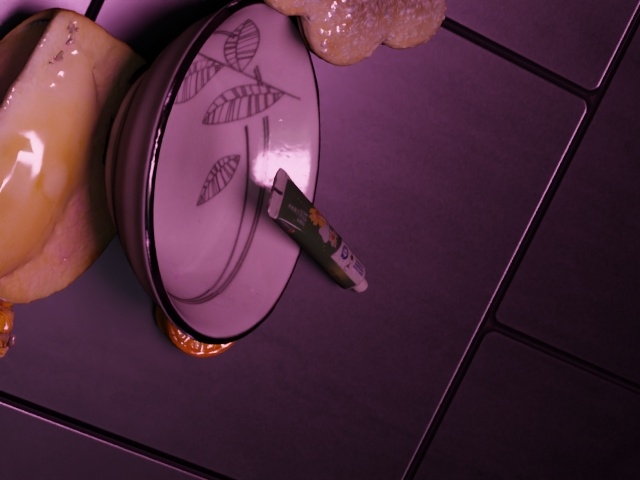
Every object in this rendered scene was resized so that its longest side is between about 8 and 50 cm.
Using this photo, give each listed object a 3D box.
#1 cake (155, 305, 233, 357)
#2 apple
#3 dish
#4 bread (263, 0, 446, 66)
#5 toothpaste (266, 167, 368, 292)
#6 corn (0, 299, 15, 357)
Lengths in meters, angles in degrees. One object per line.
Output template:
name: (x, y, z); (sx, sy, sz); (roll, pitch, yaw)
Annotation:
cake: (-0.113, 0.070, 1.679); (0.084, 0.044, 0.084); (-5, 104, -18)
apple: (-0.253, -0.064, 1.556); (0.193, 0.120, 0.265); (42, 70, -46)
dish: (-0.109, -0.067, 1.568); (0.106, 0.316, 0.316); (8, 105, 24)
bread: (0.059, -0.267, 1.594); (0.286, 0.056, 0.207); (-48, 126, -27)
toothpaste: (0.000, 0.000, 1.660); (0.204, 0.031, 0.049); (48, 50, -53)
corn: (-0.414, 0.024, 1.541); (0.313, 0.102, 0.102); (21, 96, -20)
